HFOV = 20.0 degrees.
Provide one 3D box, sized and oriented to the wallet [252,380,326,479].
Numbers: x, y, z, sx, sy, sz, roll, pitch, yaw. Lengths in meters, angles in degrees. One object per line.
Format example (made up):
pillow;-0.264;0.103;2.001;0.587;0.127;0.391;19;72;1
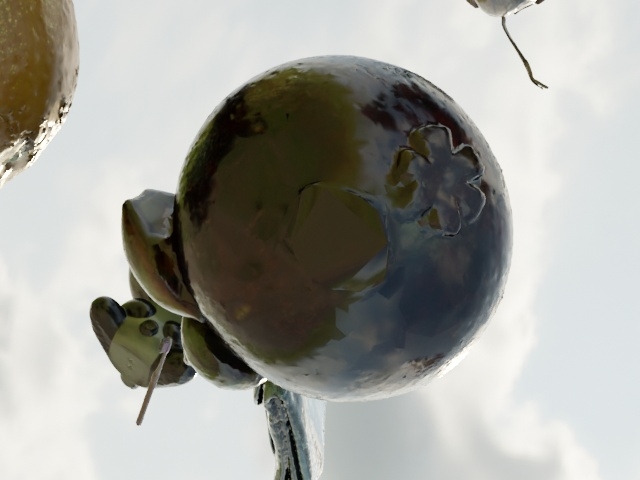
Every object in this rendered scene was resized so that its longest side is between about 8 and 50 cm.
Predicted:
wallet;-0.028;0.073;1.846;0.237;0.075;0.342;84;10;-53

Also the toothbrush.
toothbrush;-0.133;0.112;1.439;0.006;0.008;0.097;56;-42;39

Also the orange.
orange;-0.331;-0.165;1.522;0.274;0.274;0.274;-36;-132;54

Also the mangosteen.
mangosteen;0.008;-0.002;1.492;0.311;0.311;0.311;-36;-132;54

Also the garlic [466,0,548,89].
garlic;0.208;-0.308;2.103;0.207;0.207;0.257;3;-89;64

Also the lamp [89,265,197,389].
lamp;-0.159;0.072;2.209;0.244;0.198;0.198;-46;-178;-40
